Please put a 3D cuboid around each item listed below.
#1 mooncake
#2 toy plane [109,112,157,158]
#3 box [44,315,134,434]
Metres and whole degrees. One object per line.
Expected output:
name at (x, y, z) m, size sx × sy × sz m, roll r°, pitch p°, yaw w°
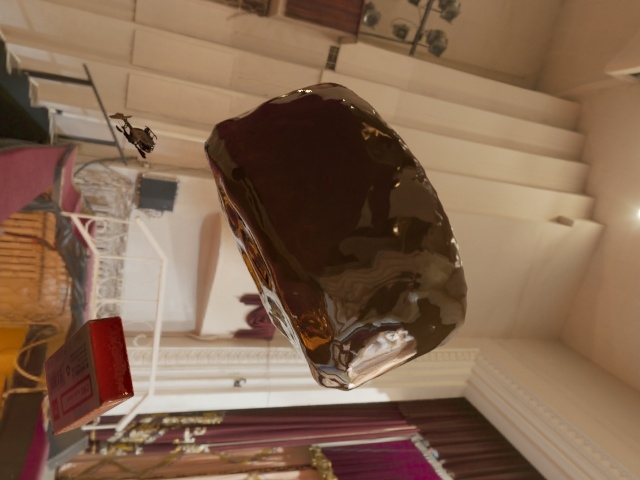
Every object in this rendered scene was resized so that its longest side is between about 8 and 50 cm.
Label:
mooncake at (0.000, 0.000, 0.486) m, size 0.285 × 0.155 × 0.284 m, roll 61°, pitch -10°, yaw 17°
toy plane at (-0.360, -0.207, 0.964) m, size 0.121 × 0.049 × 0.031 m, roll 49°, pitch -46°, yaw 11°
box at (-0.350, 0.204, 0.737) m, size 0.229 × 0.050 × 0.123 m, roll -34°, pitch -113°, yaw 40°
